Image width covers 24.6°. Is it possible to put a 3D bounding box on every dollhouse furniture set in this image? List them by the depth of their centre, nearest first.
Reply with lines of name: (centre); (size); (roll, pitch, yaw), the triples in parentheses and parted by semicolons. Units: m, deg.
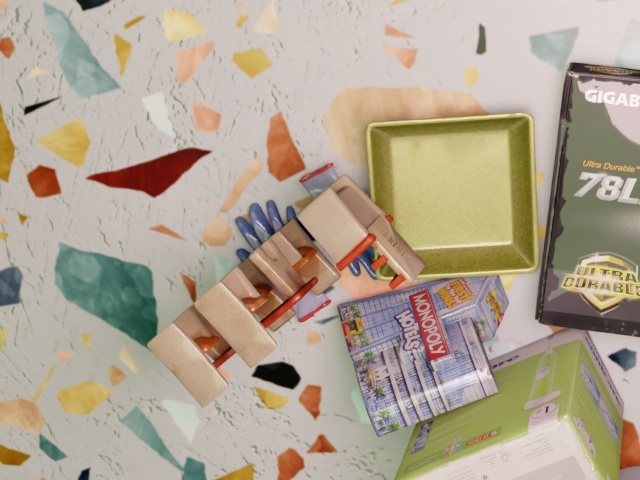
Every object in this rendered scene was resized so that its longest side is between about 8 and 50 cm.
dollhouse furniture set: (-0.028, 0.062, 1.616); (0.259, 0.262, 0.135); (-40, 91, 22)

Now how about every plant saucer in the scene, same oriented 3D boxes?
plant saucer: (0.151, -0.053, 1.673); (0.188, 0.045, 0.188); (-3, 106, 4)

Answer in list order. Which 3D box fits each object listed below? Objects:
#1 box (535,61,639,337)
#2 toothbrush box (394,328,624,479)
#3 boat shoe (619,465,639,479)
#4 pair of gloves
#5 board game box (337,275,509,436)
box: (0.400, -0.034, 1.621); (0.295, 0.073, 0.293); (8, 109, 9)
toothbrush box: (0.216, 0.223, 1.627); (0.206, 0.283, 0.122); (-25, 101, 18)
boat shoe: (0.484, 0.330, 1.693); (0.306, 0.113, 0.105); (-2, 113, 16)
pair of gloves: (0.000, 0.000, 1.748); (0.198, 0.023, 0.159); (-31, 100, 20)
board game box: (0.130, 0.113, 1.683); (0.194, 0.194, 0.060); (-23, 122, 5)
